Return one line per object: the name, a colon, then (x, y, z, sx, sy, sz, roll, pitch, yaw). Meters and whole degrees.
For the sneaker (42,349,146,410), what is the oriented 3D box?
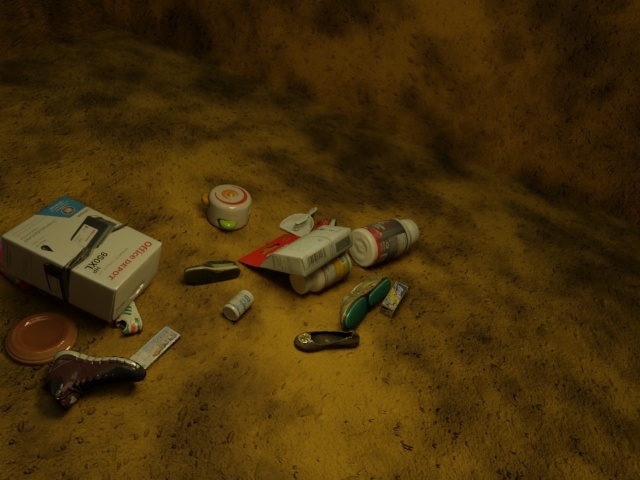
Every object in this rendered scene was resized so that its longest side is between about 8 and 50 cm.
sneaker: (-0.666, 0.423, 1.362, 0.281, 0.106, 0.163, 6, 44, 4)

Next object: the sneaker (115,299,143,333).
sneaker: (-0.662, 0.252, 1.587, 0.075, 0.057, 0.161, -12, 49, -38)

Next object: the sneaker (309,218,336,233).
sneaker: (0.000, 0.000, 2.113, 0.118, 0.107, 0.279, 2, 34, 12)

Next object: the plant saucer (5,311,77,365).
plant saucer: (-0.876, 0.299, 1.471, 0.199, 0.037, 0.200, 10, 39, -8)

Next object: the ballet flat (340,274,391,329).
ballet flat: (0.152, 0.238, 1.863, 0.123, 0.123, 0.348, 34, 43, 21)

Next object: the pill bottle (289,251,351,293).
pill bottle: (-0.001, 0.127, 1.907, 0.245, 0.136, 0.136, -23, 53, -38)

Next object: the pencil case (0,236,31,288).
pencil case: (-1.072, 0.072, 1.625, 0.236, 0.104, 0.104, 27, 40, 15)

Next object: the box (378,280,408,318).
box: (0.304, 0.243, 1.942, 0.059, 0.054, 0.169, 28, 40, 14)

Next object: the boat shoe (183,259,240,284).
boat shoe: (-0.426, 0.117, 1.822, 0.223, 0.080, 0.073, -3, 37, -30)

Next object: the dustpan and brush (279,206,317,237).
dustpan and brush: (-0.076, -0.098, 2.203, 0.147, 0.060, 0.211, 25, 34, 22)

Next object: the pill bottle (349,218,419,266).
pill bottle: (0.297, -0.002, 2.135, 0.318, 0.176, 0.176, -17, 49, -34)

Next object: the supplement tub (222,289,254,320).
supplement tub: (-0.301, 0.238, 1.721, 0.071, 0.071, 0.107, 28, 41, 14)

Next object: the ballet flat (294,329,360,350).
ballet flat: (0.028, 0.356, 1.705, 0.249, 0.058, 0.084, 3, 40, -16)

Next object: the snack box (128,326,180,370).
snack box: (-0.543, 0.356, 1.532, 0.064, 0.022, 0.178, 27, 40, 14)

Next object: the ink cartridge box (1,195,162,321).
ink cartridge box: (-0.784, 0.054, 1.573, 0.394, 0.166, 0.285, 26, 36, 0)

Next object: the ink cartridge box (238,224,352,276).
ink cartridge box: (-0.110, 0.018, 1.911, 0.385, 0.091, 0.308, 10, 29, 38)

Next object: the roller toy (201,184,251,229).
roller toy: (-0.409, -0.156, 2.093, 0.209, 0.146, 0.191, 37, 43, 24)
